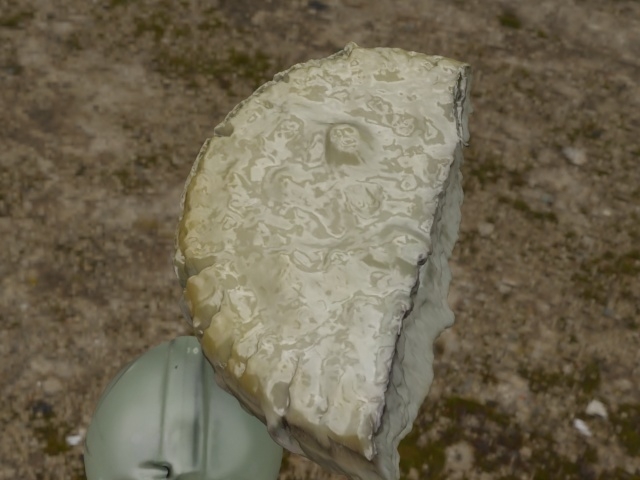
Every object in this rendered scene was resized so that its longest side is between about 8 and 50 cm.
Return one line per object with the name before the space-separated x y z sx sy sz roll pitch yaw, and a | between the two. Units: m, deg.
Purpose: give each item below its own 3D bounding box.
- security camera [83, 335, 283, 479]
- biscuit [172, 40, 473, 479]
security camera | -0.113 0.218 0.861 0.196 0.277 0.191 2 19 -2
biscuit | 0.000 0.000 0.651 0.179 0.084 0.281 9 67 3
